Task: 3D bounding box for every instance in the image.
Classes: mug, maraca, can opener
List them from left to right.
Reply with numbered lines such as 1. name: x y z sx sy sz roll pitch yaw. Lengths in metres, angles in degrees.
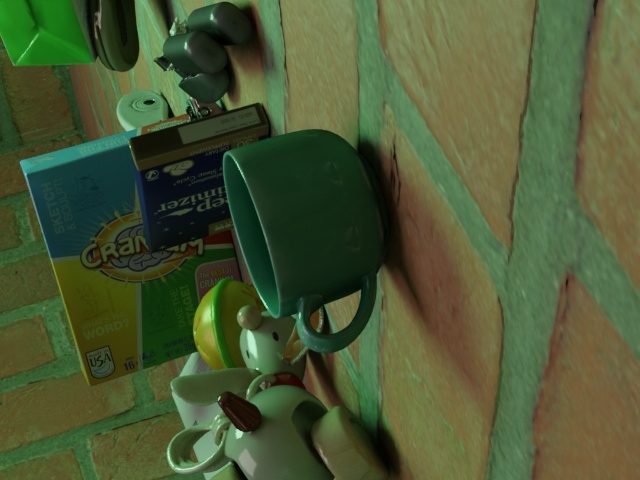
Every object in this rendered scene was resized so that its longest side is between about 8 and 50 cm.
1. can opener: -0.113 -0.195 1.321 0.093 0.074 0.280 40 175 -11
2. maraca: -0.094 0.107 1.562 0.186 0.099 0.127 -1 -99 -76
3. mug: -0.003 -0.005 0.967 0.129 0.097 0.157 -161 55 -75

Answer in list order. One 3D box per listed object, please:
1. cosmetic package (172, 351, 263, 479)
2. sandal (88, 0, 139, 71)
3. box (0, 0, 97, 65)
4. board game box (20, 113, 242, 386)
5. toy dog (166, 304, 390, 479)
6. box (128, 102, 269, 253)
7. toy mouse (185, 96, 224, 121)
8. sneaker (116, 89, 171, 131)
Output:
1. cosmetic package: -0.120 0.244 1.776 0.117 0.086 0.231 -61 32 19
2. sandal: -0.251 -0.356 1.650 0.120 0.086 0.302 -66 -23 -48
3. box: -0.350 -0.400 1.687 0.262 0.127 0.231 76 -161 -46
4. board game box: -0.240 0.013 1.733 0.064 0.242 0.316 -134 29 -63
5. toy dog: -0.063 0.150 1.267 0.161 0.220 0.334 54 167 -26
6. box: -0.122 -0.052 1.353 0.225 0.136 0.036 96 154 -63
7. toy mouse: -0.133 -0.141 1.533 0.161 0.031 0.143 129 123 -76
8. sneaker: -0.251 -0.134 1.964 0.217 0.079 0.121 -124 22 -51
